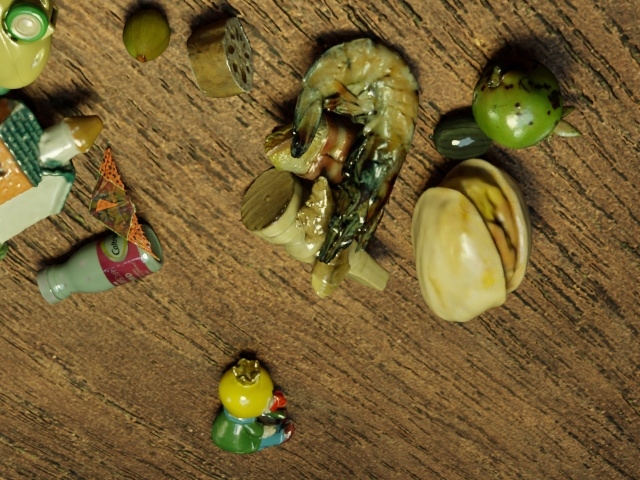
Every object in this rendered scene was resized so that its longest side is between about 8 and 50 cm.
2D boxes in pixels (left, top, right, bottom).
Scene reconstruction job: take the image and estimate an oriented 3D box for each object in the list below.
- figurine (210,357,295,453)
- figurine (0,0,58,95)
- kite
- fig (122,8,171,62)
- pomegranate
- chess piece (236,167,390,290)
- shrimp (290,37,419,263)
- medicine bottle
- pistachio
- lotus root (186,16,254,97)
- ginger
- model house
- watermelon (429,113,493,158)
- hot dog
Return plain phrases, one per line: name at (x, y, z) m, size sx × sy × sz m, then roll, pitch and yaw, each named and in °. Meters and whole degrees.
figurine at (-0.127, 0.330, 2.268) m, size 0.185 × 0.127 × 0.234 m, roll 4°, pitch 121°, yaw -19°
figurine at (-0.520, -0.346, 1.589) m, size 0.222 × 0.124 × 0.324 m, roll -27°, pitch 131°, yaw 21°
kite at (-0.361, -0.056, 1.915) m, size 0.125 × 0.008 × 0.222 m, roll -11°, pitch 106°, yaw 40°
fig at (-0.265, -0.306, 1.687) m, size 0.074 × 0.088 × 0.074 m, roll 6°, pitch 144°, yaw 4°
pomegranate at (0.345, -0.226, 1.828) m, size 0.220 × 0.156 × 0.156 m, roll -1°, pitch 135°, yaw -36°
chess piece at (0.000, 0.000, 1.977) m, size 0.137 × 0.137 × 0.301 m, roll -36°, pitch 128°, yaw 22°
shrimp at (0.035, -0.149, 1.771) m, size 0.233 × 0.071 × 0.365 m, roll 25°, pitch 84°, yaw -31°
medicine bottle at (-0.393, 0.046, 1.979) m, size 0.216 × 0.090 × 0.090 m, roll -21°, pitch 132°, yaw 9°
pistachio at (0.262, 0.011, 1.986) m, size 0.229 × 0.230 × 0.309 m, roll -8°, pitch 128°, yaw -2°
lotus root at (-0.154, -0.277, 1.713) m, size 0.081 × 0.112 × 0.122 m, roll -13°, pitch 134°, yaw 11°
ginger at (0.008, -0.007, 1.868) m, size 0.133 × 0.059 × 0.214 m, roll 4°, pitch 111°, yaw -41°
model house at (-0.487, -0.141, 1.759) m, size 0.300 × 0.190 × 0.271 m, roll -26°, pitch 132°, yaw -2°
watermelon at (0.242, -0.177, 1.896) m, size 0.110 × 0.078 × 0.078 m, roll -9°, pitch 133°, yaw -1°
hot dog at (0.011, -0.154, 1.858) m, size 0.261 × 0.093 × 0.123 m, roll 16°, pitch 108°, yaw -36°
